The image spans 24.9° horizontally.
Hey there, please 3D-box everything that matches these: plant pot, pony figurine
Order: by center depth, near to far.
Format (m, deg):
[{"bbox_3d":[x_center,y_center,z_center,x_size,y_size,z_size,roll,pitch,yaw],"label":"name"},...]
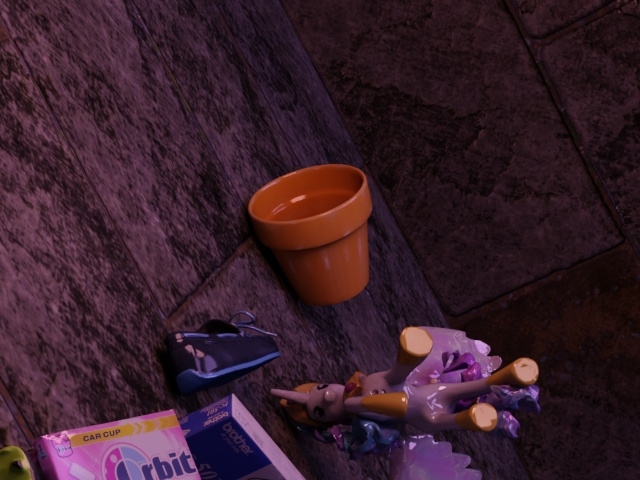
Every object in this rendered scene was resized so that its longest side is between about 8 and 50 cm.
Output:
[{"bbox_3d":[0.147,0.236,2.094,0.351,0.363,0.302,16,69,-26],"label":"pony figurine"},{"bbox_3d":[0.000,0.000,2.453,0.205,0.205,0.188,-84,161,-62],"label":"plant pot"}]

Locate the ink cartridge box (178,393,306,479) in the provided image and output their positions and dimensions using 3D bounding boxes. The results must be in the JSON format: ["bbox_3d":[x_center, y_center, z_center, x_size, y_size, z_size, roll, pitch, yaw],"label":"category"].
[{"bbox_3d":[-0.096,0.289,1.820,0.207,0.097,0.046,54,18,-31],"label":"ink cartridge box"}]

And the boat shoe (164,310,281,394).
[{"bbox_3d":[-0.125,0.140,1.952,0.089,0.109,0.258,63,13,9],"label":"boat shoe"}]

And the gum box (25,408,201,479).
[{"bbox_3d":[-0.214,0.244,1.466,0.188,0.062,0.107,-5,67,-49],"label":"gum box"}]

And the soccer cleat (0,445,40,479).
[{"bbox_3d":[-0.274,0.281,1.344,0.072,0.060,0.179,51,24,-68],"label":"soccer cleat"}]

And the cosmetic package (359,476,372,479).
[{"bbox_3d":[0.076,0.504,2.010,0.160,0.113,0.309,52,20,-37],"label":"cosmetic package"}]
